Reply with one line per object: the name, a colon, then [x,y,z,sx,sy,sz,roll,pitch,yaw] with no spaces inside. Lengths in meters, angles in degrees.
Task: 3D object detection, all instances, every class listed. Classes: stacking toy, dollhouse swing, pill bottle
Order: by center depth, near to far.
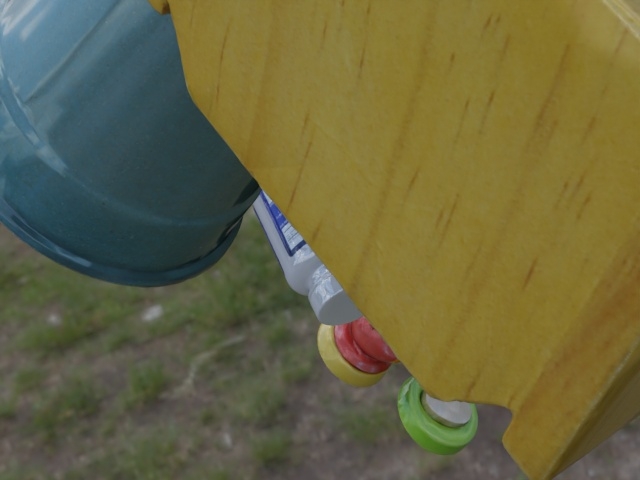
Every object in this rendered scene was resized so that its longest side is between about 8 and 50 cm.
dollhouse swing: [0.145,-0.147,0.707,0.305,0.315,0.347,-24,61,-32]
pill bottle: [0.000,0.000,1.732,0.112,0.112,0.187,-21,60,-8]
stacking toy: [0.181,0.145,2.218,0.309,0.279,0.130,-42,-1,-46]

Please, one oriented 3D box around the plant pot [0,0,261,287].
plant pot: [-0.125,-0.184,1.366,0.334,0.341,0.341,-41,5,41]
